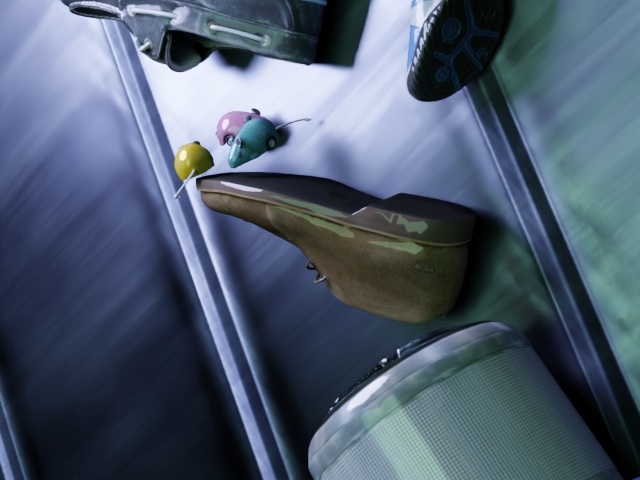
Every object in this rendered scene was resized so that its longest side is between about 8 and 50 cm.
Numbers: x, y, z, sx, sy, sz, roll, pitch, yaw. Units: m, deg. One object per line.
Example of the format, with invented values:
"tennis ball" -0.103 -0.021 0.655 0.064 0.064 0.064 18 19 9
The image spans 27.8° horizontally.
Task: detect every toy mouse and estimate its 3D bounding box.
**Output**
"toy mouse" -0.080 -0.106 1.296 0.143 0.161 0.031 -21 110 8

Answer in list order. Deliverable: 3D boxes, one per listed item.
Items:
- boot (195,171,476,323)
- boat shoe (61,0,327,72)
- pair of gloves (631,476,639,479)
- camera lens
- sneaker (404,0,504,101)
"boot" 0.000 0.000 1.244 0.305 0.112 0.115 16 111 32
"boat shoe" -0.148 -0.233 1.327 0.335 0.121 0.119 8 91 33
"pair of gloves" 0.322 0.234 0.993 0.023 0.159 0.198 -42 65 63
"camera lens" 0.136 0.222 1.074 0.219 0.219 0.274 -44 67 28
"sneaker" 0.120 -0.229 1.177 0.081 0.080 0.211 34 110 53
